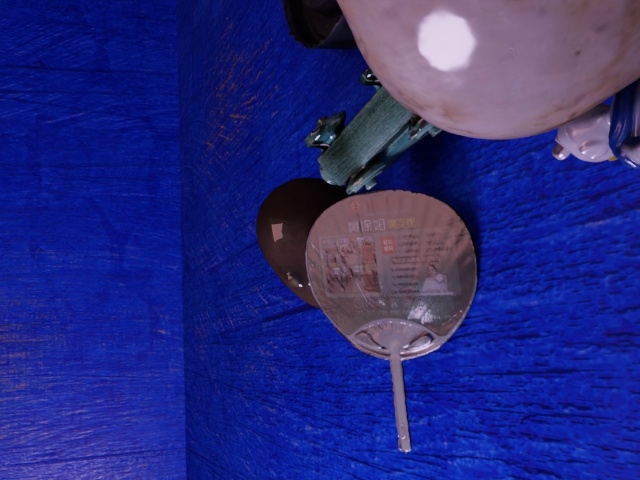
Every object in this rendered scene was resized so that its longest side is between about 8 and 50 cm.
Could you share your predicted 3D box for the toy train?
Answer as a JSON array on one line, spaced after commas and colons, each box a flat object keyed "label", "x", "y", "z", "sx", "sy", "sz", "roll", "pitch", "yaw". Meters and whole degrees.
[{"label": "toy train", "x": 0.089, "y": -0.144, "z": 0.750, "sx": 0.101, "sy": 0.159, "sz": 0.248, "roll": 54, "pitch": 145, "yaw": 3}]

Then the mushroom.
[{"label": "mushroom", "x": 0.107, "y": -0.224, "z": 0.444, "sx": 0.290, "sy": 0.297, "sz": 0.298, "roll": 39, "pitch": 127, "yaw": 38}]

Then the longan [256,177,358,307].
[{"label": "longan", "x": 0.000, "y": 0.000, "z": 0.928, "sx": 0.189, "sy": 0.189, "sz": 0.189, "roll": -179, "pitch": 90, "yaw": -68}]

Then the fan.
[{"label": "fan", "x": 0.061, "y": 0.073, "z": 0.800, "sx": 0.223, "sy": 0.012, "sz": 0.295, "roll": 28, "pitch": 111, "yaw": 27}]

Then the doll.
[{"label": "doll", "x": 0.248, "y": -0.099, "z": 0.474, "sx": 0.227, "sy": 0.057, "sz": 0.114, "roll": -14, "pitch": 59, "yaw": 64}]

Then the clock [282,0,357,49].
[{"label": "clock", "x": 0.032, "y": -0.471, "z": 0.982, "sx": 0.386, "sy": 0.076, "sz": 0.387, "roll": -179, "pitch": 90, "yaw": -68}]
